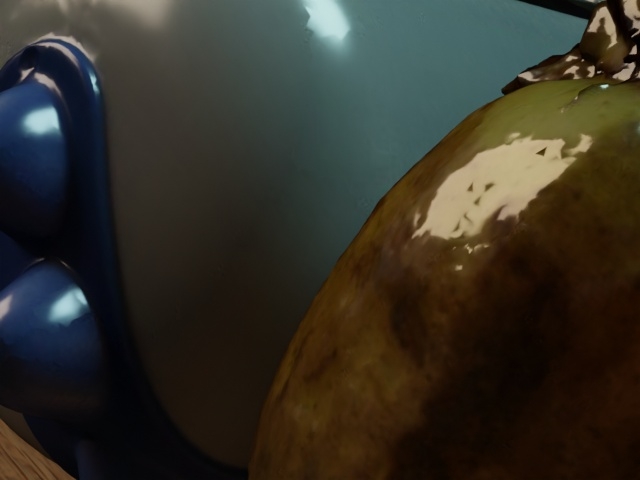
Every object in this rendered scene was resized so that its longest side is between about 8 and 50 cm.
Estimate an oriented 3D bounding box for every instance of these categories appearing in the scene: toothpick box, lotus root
[{"bbox_3d":[0.000,0.000,0.768,0.355,0.263,0.263,9,-45,-48],"label":"toothpick box"},{"bbox_3d":[0.065,0.050,0.577,0.314,0.141,0.169,-56,-14,20],"label":"lotus root"}]
